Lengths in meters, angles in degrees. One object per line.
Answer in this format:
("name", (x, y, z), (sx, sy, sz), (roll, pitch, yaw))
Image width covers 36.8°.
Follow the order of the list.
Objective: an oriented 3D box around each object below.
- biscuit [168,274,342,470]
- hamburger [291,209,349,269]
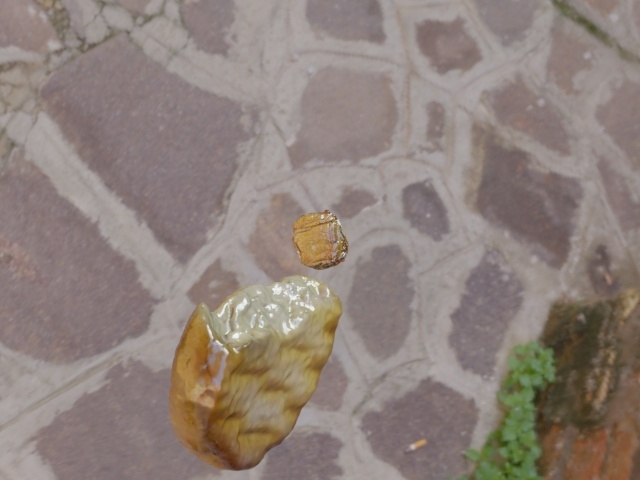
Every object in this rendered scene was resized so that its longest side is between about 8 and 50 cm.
("biscuit", (-0.081, 0.150, 1.086), (0.274, 0.091, 0.213), (-8, 116, -65))
("hamburger", (0.000, 0.000, 1.360), (0.076, 0.044, 0.083), (-10, 91, 12))
